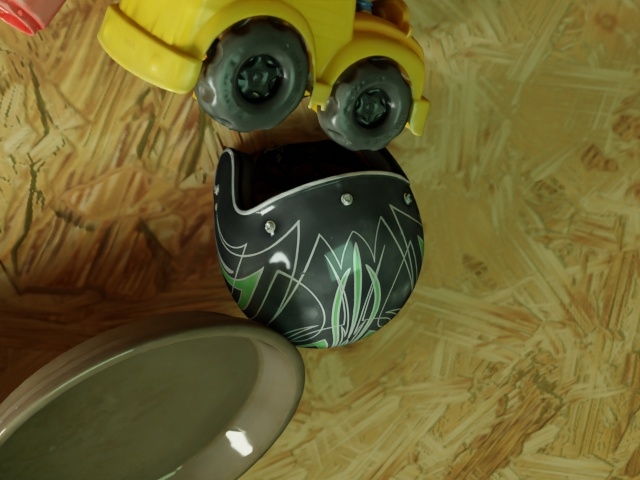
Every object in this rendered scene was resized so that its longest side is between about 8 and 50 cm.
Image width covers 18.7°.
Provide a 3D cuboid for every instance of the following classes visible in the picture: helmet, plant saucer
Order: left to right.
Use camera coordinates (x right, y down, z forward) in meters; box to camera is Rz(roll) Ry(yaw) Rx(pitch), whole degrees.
[{"bbox_3d":[-0.141,0.141,1.428,0.278,0.041,0.278,-24,150,-15],"label":"plant saucer"},{"bbox_3d":[0.000,0.000,1.452,0.169,0.161,0.169,-13,130,-16],"label":"helmet"}]

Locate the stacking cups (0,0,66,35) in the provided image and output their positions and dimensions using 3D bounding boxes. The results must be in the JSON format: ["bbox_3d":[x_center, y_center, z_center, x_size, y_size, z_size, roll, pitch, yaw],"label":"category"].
[{"bbox_3d":[-0.103,-0.264,1.172,0.096,0.096,0.316,37,84,-40],"label":"stacking cups"}]

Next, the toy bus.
[{"bbox_3d":[-0.016,-0.185,1.329,0.220,0.149,0.211,10,105,-33],"label":"toy bus"}]
